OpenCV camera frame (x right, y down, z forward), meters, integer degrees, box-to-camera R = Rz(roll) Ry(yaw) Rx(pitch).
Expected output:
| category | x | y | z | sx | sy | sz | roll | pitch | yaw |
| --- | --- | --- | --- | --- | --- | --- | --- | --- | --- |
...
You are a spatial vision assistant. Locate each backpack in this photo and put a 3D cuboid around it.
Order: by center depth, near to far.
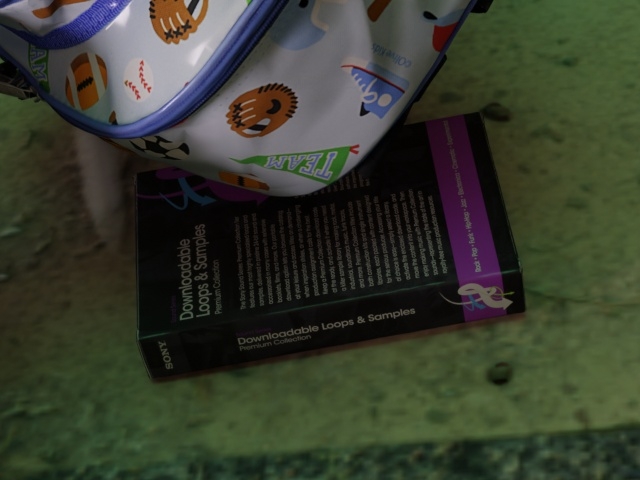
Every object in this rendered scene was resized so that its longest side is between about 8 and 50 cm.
| category | x | y | z | sx | sy | sz | roll | pitch | yaw |
| --- | --- | --- | --- | --- | --- | --- | --- | --- | --- |
| backpack | -0.049 | -0.154 | 0.818 | 0.213 | 0.276 | 0.263 | 10 | 20 | -46 |

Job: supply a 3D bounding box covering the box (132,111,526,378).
| category | x | y | z | sx | sy | sz | roll | pitch | yaw |
| --- | --- | --- | --- | --- | --- | --- | --- | --- | --- |
| box | 0.000 | 0.000 | 0.855 | 0.162 | 0.029 | 0.116 | -9 | 39 | 2 |
